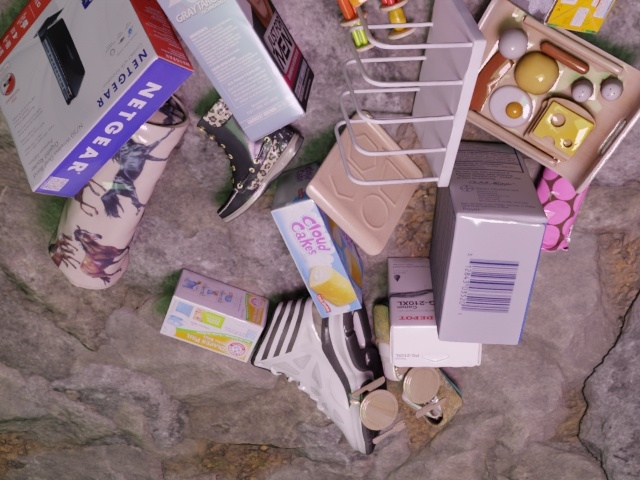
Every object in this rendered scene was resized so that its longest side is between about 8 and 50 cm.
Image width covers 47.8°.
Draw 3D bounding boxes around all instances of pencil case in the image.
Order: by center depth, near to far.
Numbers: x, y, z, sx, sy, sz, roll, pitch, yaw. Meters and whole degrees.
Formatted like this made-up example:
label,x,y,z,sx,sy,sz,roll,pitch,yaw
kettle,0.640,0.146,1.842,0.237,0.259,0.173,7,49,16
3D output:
label,x,y,z,sx,sy,sz,roll,pitch,yaw
pencil case,-0.383,-0.111,1.362,0.159,0.183,0.410,20,120,-18
pencil case,0.457,-0.081,1.372,0.098,0.095,0.209,27,127,24

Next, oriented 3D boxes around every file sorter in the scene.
label,x,y,z,sx,sy,sz,roll,pitch,yaw
file sorter,0.130,-0.250,1.172,0.173,0.193,0.278,-4,136,-10

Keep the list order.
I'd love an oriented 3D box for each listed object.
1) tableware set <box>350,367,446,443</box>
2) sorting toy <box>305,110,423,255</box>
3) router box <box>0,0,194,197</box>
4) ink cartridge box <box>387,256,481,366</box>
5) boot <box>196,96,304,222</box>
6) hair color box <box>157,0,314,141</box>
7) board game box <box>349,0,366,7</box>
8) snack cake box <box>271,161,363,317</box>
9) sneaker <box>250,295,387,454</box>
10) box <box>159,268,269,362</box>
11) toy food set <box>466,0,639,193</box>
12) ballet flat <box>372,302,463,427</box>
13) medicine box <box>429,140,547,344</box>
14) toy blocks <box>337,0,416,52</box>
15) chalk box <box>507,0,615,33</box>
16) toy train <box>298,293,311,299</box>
label,x,y,z,sx,sy,sz,roll,pitch,yaw
tableware set,0.163,0.327,1.525,0.194,0.039,0.128,-27,104,-14
sorting toy,0.083,-0.106,1.343,0.193,0.208,0.038,44,153,-21
router box,-0.394,-0.291,1.192,0.335,0.301,0.082,-39,156,24
ink cartridge box,0.221,0.136,1.437,0.171,0.237,0.100,-1,122,4
boot,-0.167,-0.162,1.372,0.178,0.085,0.236,38,116,-14
hair color box,-0.154,-0.370,1.173,0.113,0.185,0.374,-25,118,19
board game box,0.107,-0.566,0.904,0.356,0.356,0.356,-29,109,19
snack cake box,0.000,0.000,1.417,0.089,0.152,0.264,-16,121,16
sneaker,-0.003,0.297,1.633,0.257,0.169,0.448,1,125,22
box,-0.227,0.164,1.565,0.203,0.103,0.114,20,121,-9
toy food set,0.373,-0.244,1.229,0.306,0.092,0.220,33,121,8
ballet flat,0.202,0.289,1.596,0.123,0.123,0.348,-27,119,19
medicine box,0.290,-0.003,1.313,0.149,0.289,0.264,3,123,3
toy blocks,0.083,-0.406,1.212,0.123,0.054,0.148,-16,120,13
chalk box,0.347,-0.429,1.112,0.132,0.213,0.132,-4,132,-34
toy train,-0.010,0.122,1.576,0.083,0.017,0.024,-22,129,17
